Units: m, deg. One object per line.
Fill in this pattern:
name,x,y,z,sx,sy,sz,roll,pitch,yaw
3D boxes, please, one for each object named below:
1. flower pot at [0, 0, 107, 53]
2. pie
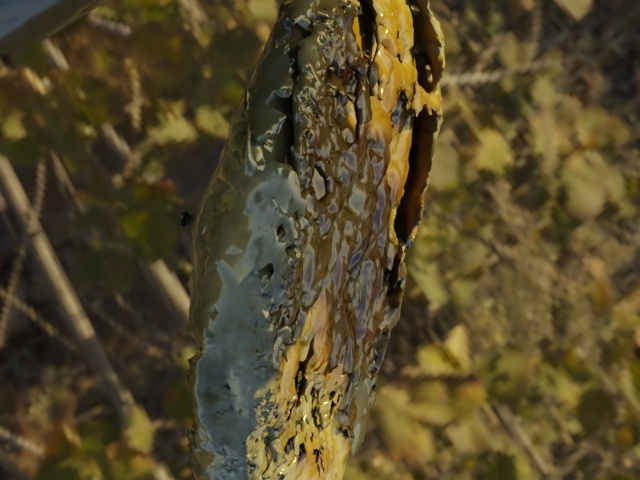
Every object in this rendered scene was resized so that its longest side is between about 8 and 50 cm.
flower pot,-0.122,-0.179,0.675,0.269,0.269,0.166,11,129,-43
pie,0.000,0.000,0.831,0.274,0.055,0.274,12,90,-75
